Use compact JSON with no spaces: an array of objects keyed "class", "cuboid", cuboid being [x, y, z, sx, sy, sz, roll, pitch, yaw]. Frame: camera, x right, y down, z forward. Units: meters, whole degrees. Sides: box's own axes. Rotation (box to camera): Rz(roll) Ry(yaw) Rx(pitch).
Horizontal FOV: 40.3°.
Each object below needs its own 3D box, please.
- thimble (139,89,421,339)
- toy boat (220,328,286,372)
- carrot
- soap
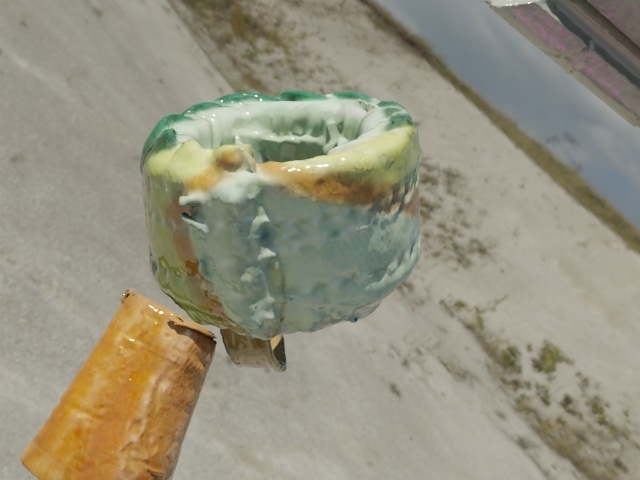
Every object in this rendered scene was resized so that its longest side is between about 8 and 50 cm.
[{"class":"thimble","cuboid":[-0.036,-0.035,0.792,0.288,0.254,0.167,-73,160,-68]},{"class":"toy boat","cuboid":[-0.091,0.090,1.114,0.116,0.061,0.188,-86,164,-66]},{"class":"carrot","cuboid":[-0.224,0.208,1.082,0.195,0.254,0.196,28,-12,6]},{"class":"soap","cuboid":[0.370,-0.303,0.989,0.302,0.258,0.159,30,41,-22]}]
